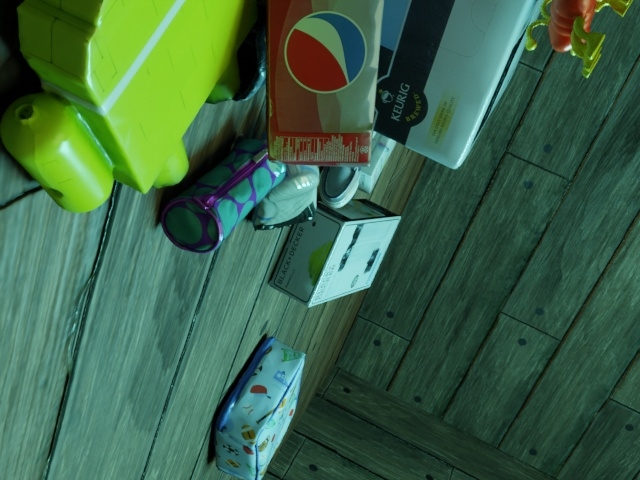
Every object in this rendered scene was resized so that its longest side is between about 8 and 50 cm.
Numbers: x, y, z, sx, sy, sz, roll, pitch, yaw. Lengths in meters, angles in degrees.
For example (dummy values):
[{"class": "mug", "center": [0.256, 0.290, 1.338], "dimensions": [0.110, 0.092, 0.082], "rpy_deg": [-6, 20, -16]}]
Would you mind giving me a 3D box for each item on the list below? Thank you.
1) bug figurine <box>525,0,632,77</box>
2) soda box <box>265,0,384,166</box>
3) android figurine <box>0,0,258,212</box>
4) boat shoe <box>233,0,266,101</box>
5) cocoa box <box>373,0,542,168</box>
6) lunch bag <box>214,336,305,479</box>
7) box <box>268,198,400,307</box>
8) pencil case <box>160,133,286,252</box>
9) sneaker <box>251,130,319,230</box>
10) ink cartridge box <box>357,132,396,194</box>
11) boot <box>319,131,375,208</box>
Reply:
[{"class": "bug figurine", "center": [0.258, -0.285, 0.611], "dimensions": [0.279, 0.072, 0.216], "rpy_deg": [-57, 163, -10]}, {"class": "soda box", "center": [0.001, -0.190, 0.554], "dimensions": [0.092, 0.083, 0.263], "rpy_deg": [-99, -169, -59]}, {"class": "android figurine", "center": [-0.104, -0.137, 0.470], "dimensions": [0.248, 0.056, 0.273], "rpy_deg": [-61, 171, -15]}, {"class": "boat shoe", "center": [-0.039, -0.202, 0.630], "dimensions": [0.083, 0.065, 0.183], "rpy_deg": [-52, 165, -44]}, {"class": "cocoa box", "center": [0.117, -0.296, 0.726], "dimensions": [0.231, 0.228, 0.347], "rpy_deg": [-54, 166, -43]}, {"class": "lunch bag", "center": [-0.121, 0.348, 1.545], "dimensions": [0.303, 0.115, 0.243], "rpy_deg": [103, 14, -52]}, {"class": "box", "center": [0.034, 0.016, 1.397], "dimensions": [0.290, 0.087, 0.169], "rpy_deg": [-6, 122, -65]}, {"class": "pencil case", "center": [-0.093, -0.048, 0.748], "dimensions": [0.070, 0.064, 0.152], "rpy_deg": [-51, -178, 39]}, {"class": "sneaker", "center": [-0.048, -0.068, 0.929], "dimensions": [0.237, 0.085, 0.086], "rpy_deg": [118, -41, -73]}, {"class": "ink cartridge box", "center": [0.096, -0.169, 1.476], "dimensions": [0.198, 0.067, 0.115], "rpy_deg": [-62, 171, -12]}, {"class": "boot", "center": [0.042, -0.153, 1.263], "dimensions": [0.086, 0.069, 0.190], "rpy_deg": [60, 48, -71]}]
